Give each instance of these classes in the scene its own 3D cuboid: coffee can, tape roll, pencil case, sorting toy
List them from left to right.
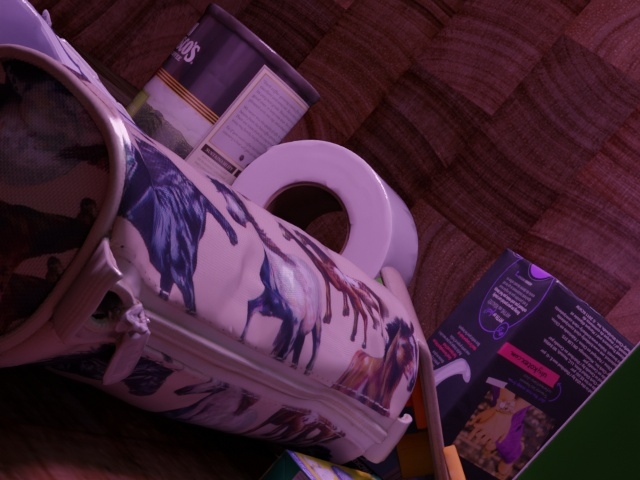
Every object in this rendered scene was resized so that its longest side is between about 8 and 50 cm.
[{"bbox_3d":[-0.074,0.045,0.630,0.183,0.160,0.410,56,11,32],"label":"pencil case"},{"bbox_3d":[-0.163,-0.162,1.395,0.201,0.275,0.201,40,3,-2],"label":"coffee can"},{"bbox_3d":[0.000,0.000,1.376,0.246,0.246,0.169,42,3,21],"label":"tape roll"},{"bbox_3d":[0.079,0.140,0.873,0.347,0.047,0.196,-99,174,-73],"label":"sorting toy"}]

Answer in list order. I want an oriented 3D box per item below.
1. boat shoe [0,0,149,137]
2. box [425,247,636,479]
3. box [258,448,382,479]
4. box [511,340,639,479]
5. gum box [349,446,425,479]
[{"bbox_3d":[-0.309,-0.173,1.102,0.367,0.136,0.156,42,2,-32],"label":"boat shoe"},{"bbox_3d":[0.196,0.167,1.112,0.143,0.270,0.165,40,3,-15],"label":"box"},{"bbox_3d":[0.036,0.210,0.709,0.105,0.043,0.179,43,2,32],"label":"box"},{"bbox_3d":[0.163,0.187,0.534,0.127,0.262,0.231,43,3,31],"label":"box"},{"bbox_3d":[0.039,0.146,0.990,0.157,0.041,0.184,45,21,-17],"label":"gum box"}]
